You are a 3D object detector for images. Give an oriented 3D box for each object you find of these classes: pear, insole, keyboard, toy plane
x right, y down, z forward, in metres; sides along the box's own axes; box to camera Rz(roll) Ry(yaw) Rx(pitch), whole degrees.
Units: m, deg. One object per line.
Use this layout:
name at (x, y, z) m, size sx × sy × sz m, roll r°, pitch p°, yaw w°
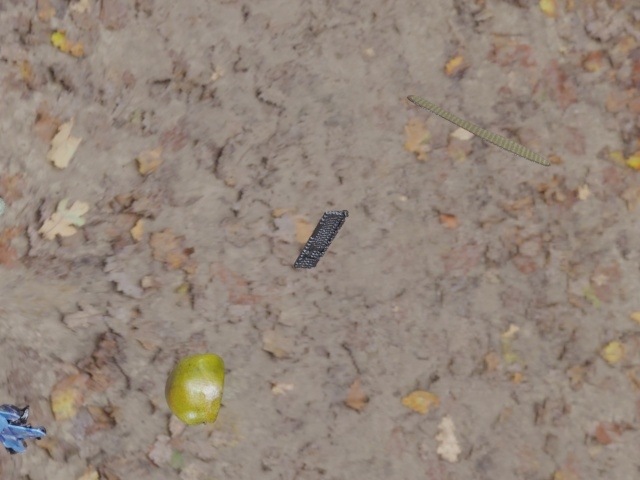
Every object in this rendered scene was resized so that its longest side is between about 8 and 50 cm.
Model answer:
pear at (-0.240, 0.279, 1.610) m, size 0.104 × 0.141 × 0.141 m, roll 6°, pitch 84°, yaw -14°
insole at (0.249, -0.175, 1.353) m, size 0.253 × 0.086 × 0.005 m, roll 28°, pitch 112°, yaw 11°
keyboard at (0.000, 0.000, 1.883) m, size 0.060 × 0.195 × 0.018 m, roll -2°, pitch 52°, yaw -30°
toy plane at (-0.516, 0.307, 1.403) m, size 0.169 × 0.246 × 0.078 m, roll 11°, pitch 70°, yaw 4°

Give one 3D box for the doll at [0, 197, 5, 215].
doll at (-0.689, -0.067, 1.501) m, size 0.275 × 0.113 × 0.154 m, roll 17°, pitch 91°, yaw 16°
